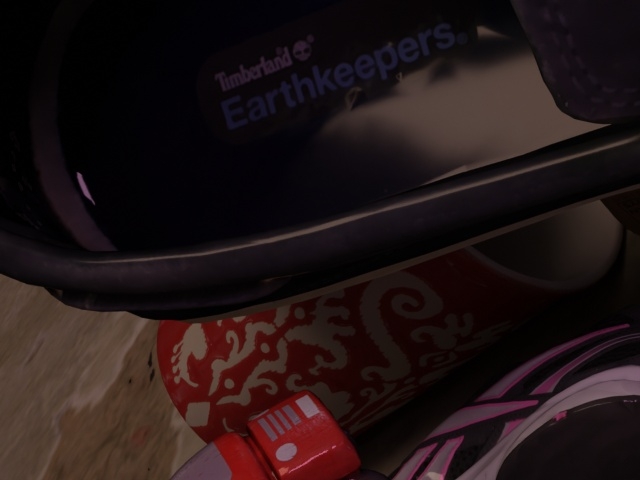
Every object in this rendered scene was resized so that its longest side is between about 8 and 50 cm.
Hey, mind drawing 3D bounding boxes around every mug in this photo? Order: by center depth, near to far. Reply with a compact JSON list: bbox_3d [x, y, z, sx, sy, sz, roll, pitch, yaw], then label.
[{"bbox_3d":[0.007,-0.002,0.696,0.169,0.150,0.113,-44,-6,41],"label":"mug"}]

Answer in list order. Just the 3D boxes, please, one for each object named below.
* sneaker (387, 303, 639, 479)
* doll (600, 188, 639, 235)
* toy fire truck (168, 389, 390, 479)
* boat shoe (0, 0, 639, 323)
[{"bbox_3d":[0.056,0.083,0.580,0.178,0.072,0.077,-33,18,31],"label":"sneaker"},{"bbox_3d":[0.144,-0.092,0.646,0.129,0.046,0.189,-24,39,53],"label":"doll"},{"bbox_3d":[-0.015,0.152,0.516,0.135,0.192,0.047,-29,20,-8],"label":"toy fire truck"},{"bbox_3d":[0.089,-0.102,0.469,0.500,0.186,0.156,-24,-7,27],"label":"boat shoe"}]
